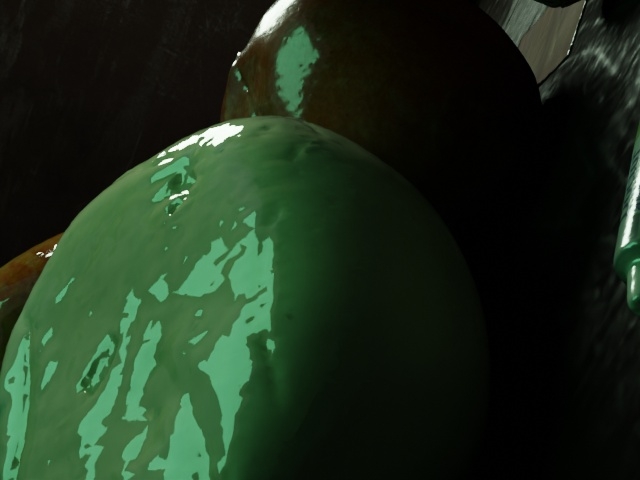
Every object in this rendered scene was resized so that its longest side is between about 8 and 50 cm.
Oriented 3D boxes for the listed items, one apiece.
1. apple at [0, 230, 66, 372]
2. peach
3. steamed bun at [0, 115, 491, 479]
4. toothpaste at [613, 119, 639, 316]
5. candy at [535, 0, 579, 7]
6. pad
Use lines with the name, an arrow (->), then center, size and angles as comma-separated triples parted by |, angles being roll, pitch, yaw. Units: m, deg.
apple -> -0.177, 0.175, 1.150 | 0.333, 0.400, 0.400 | 104, -174, -71
peach -> 0.040, -0.086, 0.894 | 0.252, 0.252, 0.252 | -157, 90, -85
steamed bun -> -0.031, 0.099, 0.709 | 0.312, 0.233, 0.334 | -22, 53, 39
toothpaste -> 0.161, -0.039, 0.543 | 0.048, 0.029, 0.197 | 119, 175, -49
candy -> 0.224, -0.303, 0.862 | 0.305, 0.083, 0.091 | -61, -34, -17
pad -> 0.187, -0.167, 0.979 | 0.188, 0.006, 0.113 | 126, 165, -71
